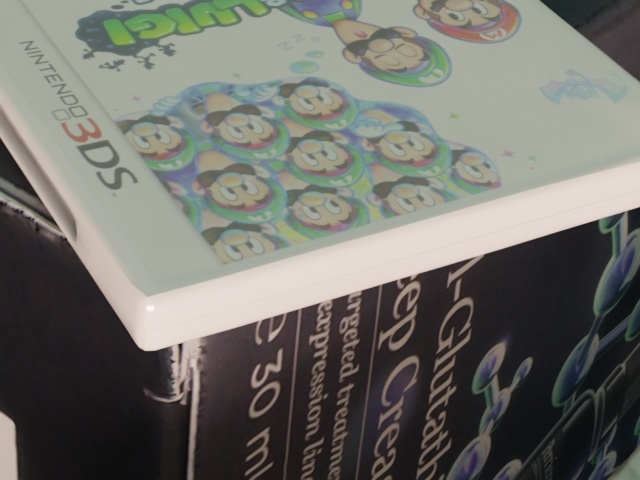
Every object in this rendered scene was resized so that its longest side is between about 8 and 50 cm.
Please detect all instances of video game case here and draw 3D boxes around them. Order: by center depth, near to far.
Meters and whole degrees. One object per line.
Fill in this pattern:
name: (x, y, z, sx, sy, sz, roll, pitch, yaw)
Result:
video game case: (-0.004, -0.040, 0.413, 0.157, 0.019, 0.143, -15, 43, -25)

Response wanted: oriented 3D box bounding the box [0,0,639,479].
box: (0.000, 0.000, 0.619, 0.212, 0.294, 0.395, 28, 43, 27)
